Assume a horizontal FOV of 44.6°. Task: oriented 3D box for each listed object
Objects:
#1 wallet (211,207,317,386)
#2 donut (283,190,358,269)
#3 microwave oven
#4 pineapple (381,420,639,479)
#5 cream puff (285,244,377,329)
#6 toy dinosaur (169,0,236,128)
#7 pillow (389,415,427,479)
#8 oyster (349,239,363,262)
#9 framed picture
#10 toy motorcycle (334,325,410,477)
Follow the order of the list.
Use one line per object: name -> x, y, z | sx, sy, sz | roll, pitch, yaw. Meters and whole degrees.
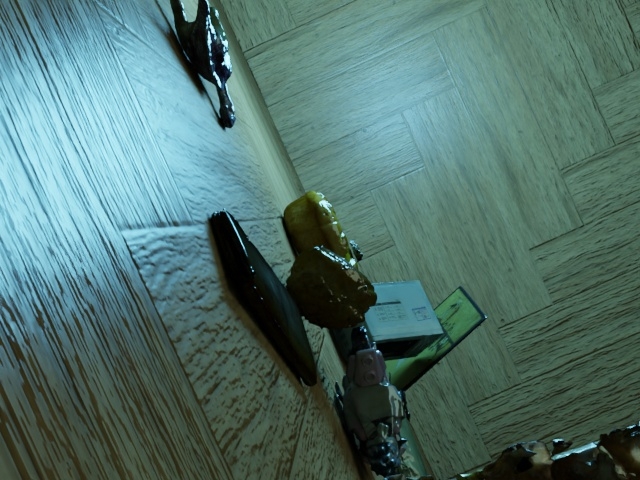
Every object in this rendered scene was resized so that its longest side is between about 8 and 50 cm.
wallet -> -0.063, 0.069, 0.950 | 0.255, 0.031, 0.137 | 63, 4, -50
donut -> 0.000, 0.000, 1.750 | 0.226, 0.114, 0.226 | -25, 90, -88
microwave oven -> 0.139, 0.181, 1.727 | 0.122, 0.208, 0.162 | -51, -128, 41
pineapple -> 0.181, 0.318, 0.642 | 0.352, 0.352, 0.300 | 60, 16, -62
cream puff -> 0.011, 0.081, 1.243 | 0.150, 0.115, 0.165 | 35, -3, 24
toy dinosaur -> -0.192, -0.328, 1.355 | 0.294, 0.077, 0.162 | 63, 5, -52
pillow -> 0.151, 0.409, 1.554 | 0.185, 0.075, 0.302 | 36, 31, -74
oyster -> 0.082, 0.023, 1.767 | 0.083, 0.019, 0.054 | -28, 96, -89
framed picture -> 0.233, 0.253, 1.825 | 0.014, 0.339, 0.255 | 45, 7, -10
toy motorcycle -> 0.089, 0.274, 1.219 | 0.204, 0.108, 0.239 | -107, 172, -64
